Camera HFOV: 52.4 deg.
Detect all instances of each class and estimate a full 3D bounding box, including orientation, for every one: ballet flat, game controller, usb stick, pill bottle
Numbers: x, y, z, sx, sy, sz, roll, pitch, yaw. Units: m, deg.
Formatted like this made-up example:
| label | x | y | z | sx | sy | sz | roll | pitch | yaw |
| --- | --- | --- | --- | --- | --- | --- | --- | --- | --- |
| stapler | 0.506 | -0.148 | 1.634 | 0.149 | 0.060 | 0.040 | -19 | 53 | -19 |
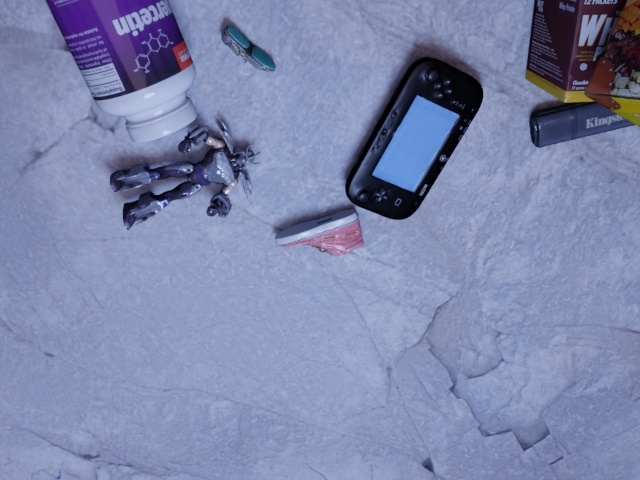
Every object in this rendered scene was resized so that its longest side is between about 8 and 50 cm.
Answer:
| label | x | y | z | sx | sy | sz | roll | pitch | yaw |
| --- | --- | --- | --- | --- | --- | --- | --- | --- | --- |
| ballet flat | -0.133 | -0.340 | 1.178 | 0.114 | 0.041 | 0.041 | 38 | 108 | -20 |
| game controller | 0.179 | -0.188 | 1.257 | 0.166 | 0.067 | 0.319 | 23 | 113 | -15 |
| usb stick | 0.545 | -0.245 | 1.268 | 0.277 | 0.045 | 0.077 | -13 | 116 | 2 |
| pill bottle | -0.324 | -0.336 | 1.080 | 0.181 | 0.181 | 0.323 | -18 | 117 | 5 |

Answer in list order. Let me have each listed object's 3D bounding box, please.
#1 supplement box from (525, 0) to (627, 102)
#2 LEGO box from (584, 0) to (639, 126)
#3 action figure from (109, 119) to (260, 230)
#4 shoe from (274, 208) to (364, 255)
| label | x | y | z | sx | sy | sz | roll | pitch | yaw |
| --- | --- | --- | --- | --- | --- | --- | --- | --- | --- |
| supplement box | 0.459 | -0.358 | 1.124 | 0.129 | 0.191 | 0.194 | -3 | 116 | -3 |
| LEGO box | 0.713 | -0.294 | 0.998 | 0.500 | 0.193 | 0.373 | 19 | 99 | -25 |
| action figure | -0.248 | -0.119 | 1.244 | 0.284 | 0.099 | 0.185 | -19 | 107 | 1 |
| shoe | 0.000 | 0.000 | 1.338 | 0.177 | 0.063 | 0.081 | -18 | 111 | 0 |
